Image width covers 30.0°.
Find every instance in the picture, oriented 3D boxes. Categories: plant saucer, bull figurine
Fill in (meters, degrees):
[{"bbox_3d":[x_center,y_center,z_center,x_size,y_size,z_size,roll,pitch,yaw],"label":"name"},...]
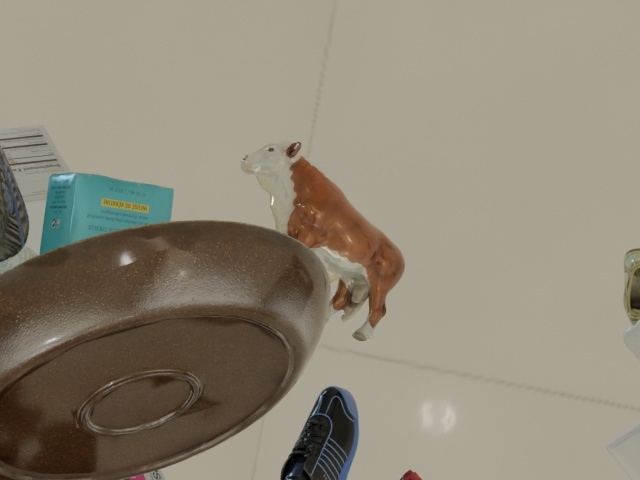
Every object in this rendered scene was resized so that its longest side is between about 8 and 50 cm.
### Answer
[{"bbox_3d":[-0.132,0.097,0.840,0.310,0.310,0.050,-28,58,9],"label":"plant saucer"},{"bbox_3d":[0.000,0.000,1.664,0.310,0.101,0.188,37,66,-30],"label":"bull figurine"}]

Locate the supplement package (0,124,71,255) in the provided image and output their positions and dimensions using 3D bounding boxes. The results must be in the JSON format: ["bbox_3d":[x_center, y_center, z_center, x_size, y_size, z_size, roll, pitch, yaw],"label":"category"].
[{"bbox_3d":[-0.475,-0.009,1.648,0.145,0.204,0.262,54,136,28],"label":"supplement package"}]

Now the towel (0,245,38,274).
[{"bbox_3d":[-0.492,0.088,1.310,0.090,0.374,0.320,23,77,38],"label":"towel"}]

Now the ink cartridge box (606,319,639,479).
[{"bbox_3d":[0.379,0.186,0.954,0.353,0.119,0.207,54,138,17],"label":"ink cartridge box"}]

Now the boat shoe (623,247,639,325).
[{"bbox_3d":[0.477,0.085,1.769,0.056,0.048,0.153,-4,123,14],"label":"boat shoe"}]

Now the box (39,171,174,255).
[{"bbox_3d":[-0.201,0.067,1.065,0.100,0.060,0.244,8,86,-34],"label":"box"}]

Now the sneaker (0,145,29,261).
[{"bbox_3d":[-0.228,-0.055,0.684,0.081,0.211,0.080,-25,139,-14],"label":"sneaker"}]

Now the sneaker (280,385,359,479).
[{"bbox_3d":[-0.007,0.316,1.736,0.081,0.090,0.232,-5,64,34],"label":"sneaker"}]

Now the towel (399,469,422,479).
[{"bbox_3d":[0.078,0.490,1.838,0.275,0.031,0.199,-39,129,-4],"label":"towel"}]

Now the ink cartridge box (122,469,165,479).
[{"bbox_3d":[-0.364,0.383,1.995,0.088,0.193,0.235,-46,55,19],"label":"ink cartridge box"}]
